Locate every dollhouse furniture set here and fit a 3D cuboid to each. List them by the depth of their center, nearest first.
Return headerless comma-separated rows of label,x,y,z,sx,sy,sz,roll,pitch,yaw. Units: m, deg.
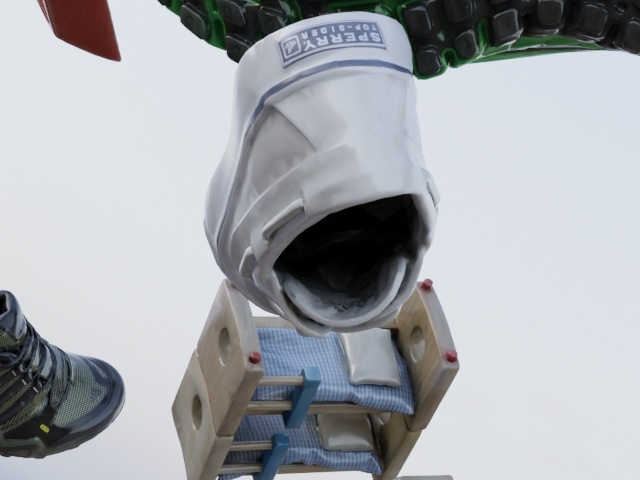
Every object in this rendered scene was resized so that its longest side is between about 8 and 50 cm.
dollhouse furniture set,0.009,0.128,0.958,0.129,0.184,0.129,1,-41,-21

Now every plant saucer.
plant saucer,-0.243,-0.300,1.380,0.259,0.047,0.258,60,-13,30

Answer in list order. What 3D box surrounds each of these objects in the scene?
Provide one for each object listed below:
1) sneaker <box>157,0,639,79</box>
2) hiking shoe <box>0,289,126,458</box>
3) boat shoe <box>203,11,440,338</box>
sneaker,0.077,-0.138,0.805,0.343,0.134,0.146,7,15,2
hiking shoe,-0.224,0.090,1.219,0.226,0.086,0.114,11,-40,-37
boat shoe,0.000,0.000,0.728,0.095,0.084,0.258,-13,-20,-3
